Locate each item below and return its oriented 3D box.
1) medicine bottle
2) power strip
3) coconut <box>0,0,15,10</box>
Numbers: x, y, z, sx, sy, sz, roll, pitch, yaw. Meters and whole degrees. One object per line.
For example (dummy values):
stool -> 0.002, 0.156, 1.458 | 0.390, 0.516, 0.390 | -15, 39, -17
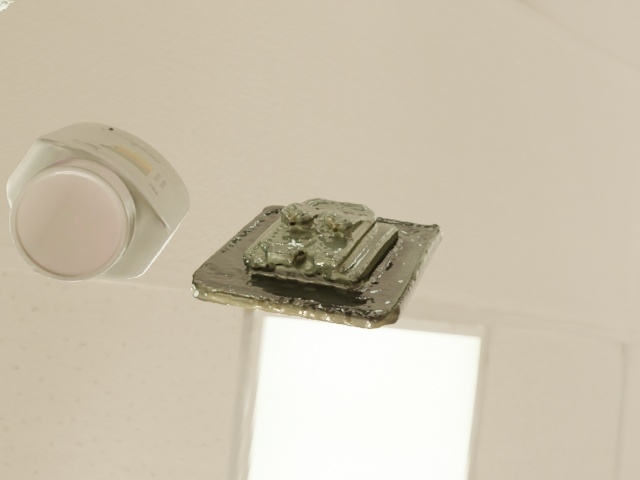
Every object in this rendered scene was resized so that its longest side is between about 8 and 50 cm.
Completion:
medicine bottle -> -0.221, -0.041, 1.128 | 0.111, 0.161, 0.296 | -54, 5, 10
power strip -> 0.000, 0.000, 1.055 | 0.213, 0.198, 0.064 | -51, -35, -61
coconut -> -0.401, -0.378, 1.259 | 0.224, 0.224, 0.234 | -14, -53, -51
